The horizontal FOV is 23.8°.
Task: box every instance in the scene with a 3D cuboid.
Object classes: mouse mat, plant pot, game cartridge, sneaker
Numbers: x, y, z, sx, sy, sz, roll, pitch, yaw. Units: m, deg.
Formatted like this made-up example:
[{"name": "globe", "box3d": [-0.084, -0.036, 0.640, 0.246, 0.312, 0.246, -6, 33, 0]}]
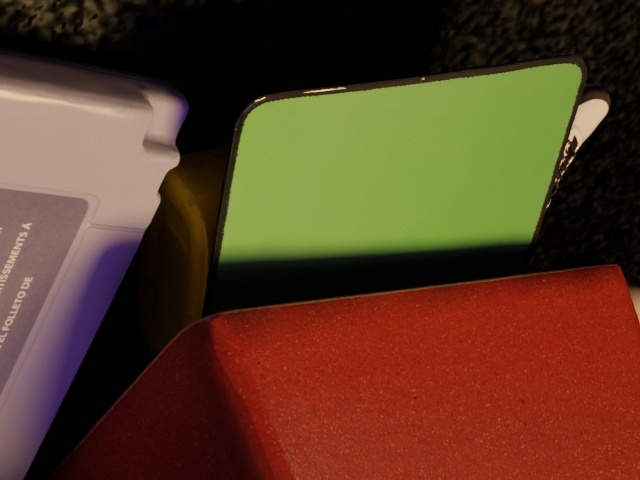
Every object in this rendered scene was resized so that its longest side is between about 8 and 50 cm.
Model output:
[{"name": "mouse mat", "box3d": [0.033, -0.011, 0.702, 0.189, 0.007, 0.153, -9, 129, -29]}, {"name": "plant pot", "box3d": [0.031, 0.187, 0.749, 0.267, 0.236, 0.267, -6, 153, -38]}, {"name": "game cartridge", "box3d": [-0.194, 0.045, 0.640, 0.196, 0.060, 0.294, 4, 123, -47]}, {"name": "sneaker", "box3d": [0.122, -0.040, 0.836, 0.109, 0.044, 0.040, -44, 140, 0]}]

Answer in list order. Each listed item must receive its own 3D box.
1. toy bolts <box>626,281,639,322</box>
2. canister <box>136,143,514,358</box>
[{"name": "toy bolts", "box3d": [0.258, 0.106, 0.983, 0.228, 0.218, 0.159, -24, 134, -50]}, {"name": "canister", "box3d": [0.000, 0.000, 0.746, 0.169, 0.073, 0.126, -15, 133, -28]}]
